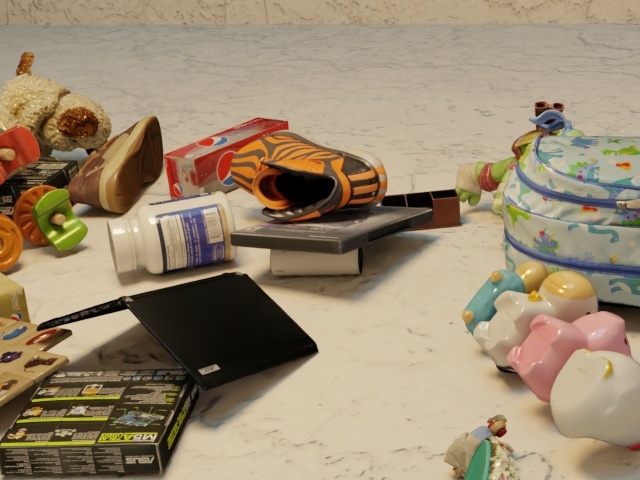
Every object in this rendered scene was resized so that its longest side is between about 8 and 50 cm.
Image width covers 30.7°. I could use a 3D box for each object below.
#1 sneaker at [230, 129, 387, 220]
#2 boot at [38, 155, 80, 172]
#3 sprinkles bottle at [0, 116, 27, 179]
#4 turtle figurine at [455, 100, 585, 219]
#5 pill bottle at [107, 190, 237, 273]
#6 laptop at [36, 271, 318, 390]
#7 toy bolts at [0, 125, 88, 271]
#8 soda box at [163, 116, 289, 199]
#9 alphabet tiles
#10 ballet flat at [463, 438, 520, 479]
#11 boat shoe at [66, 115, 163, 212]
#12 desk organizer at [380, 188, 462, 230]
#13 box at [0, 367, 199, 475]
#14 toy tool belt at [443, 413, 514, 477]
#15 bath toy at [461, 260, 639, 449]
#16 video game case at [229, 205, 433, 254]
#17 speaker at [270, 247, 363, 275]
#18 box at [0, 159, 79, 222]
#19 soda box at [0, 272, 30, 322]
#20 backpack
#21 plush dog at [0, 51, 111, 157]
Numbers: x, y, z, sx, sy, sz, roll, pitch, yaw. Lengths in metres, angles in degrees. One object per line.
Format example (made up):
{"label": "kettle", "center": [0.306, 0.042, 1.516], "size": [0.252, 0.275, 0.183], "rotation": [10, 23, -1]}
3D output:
{"label": "sneaker", "center": [-0.065, -0.106, 1.848], "size": [0.321, 0.124, 0.180], "rotation": [6, 13, 43]}
{"label": "boot", "center": [-0.524, -0.140, 2.284], "size": [0.198, 0.076, 0.137], "rotation": [5, 18, 22]}
{"label": "sprinkles bottle", "center": [-0.683, -0.087, 1.991], "size": [0.355, 0.121, 0.121], "rotation": [-34, 32, -23]}
{"label": "turtle figurine", "center": [0.343, -0.065, 1.840], "size": [0.198, 0.274, 0.266], "rotation": [-39, 12, -19]}
{"label": "pill bottle", "center": [-0.232, -0.008, 1.811], "size": [0.187, 0.112, 0.112], "rotation": [-11, 22, -14]}
{"label": "laptop", "center": [-0.183, 0.125, 1.509], "size": [0.264, 0.136, 0.234], "rotation": [-18, -4, 36]}
{"label": "toy bolts", "center": [-0.531, -0.070, 1.919], "size": [0.218, 0.228, 0.158], "rotation": [-32, 24, -29]}
{"label": "soda box", "center": [-0.170, -0.156, 2.204], "size": [0.083, 0.092, 0.263], "rotation": [11, 27, 39]}
{"label": "alphabet tiles", "center": [-0.497, 0.171, 1.496], "size": [0.343, 0.011, 0.285], "rotation": [5, 27, 38]}
{"label": "ballet flat", "center": [0.156, 0.276, 1.061], "size": [0.077, 0.091, 0.241], "rotation": [28, 31, 2]}
{"label": "boat shoe", "center": [-0.389, -0.149, 2.212], "size": [0.123, 0.123, 0.342], "rotation": [0, 28, 10]}
{"label": "desk organizer", "center": [0.163, -0.049, 1.906], "size": [0.130, 0.050, 0.047], "rotation": [-6, 21, -1]}
{"label": "box", "center": [-0.253, 0.208, 1.355], "size": [0.191, 0.045, 0.184], "rotation": [-3, 23, 8]}
{"label": "toy tool belt", "center": [0.174, 0.224, 1.220], "size": [0.083, 0.052, 0.051], "rotation": [-23, 58, -31]}
{"label": "bath toy", "center": [0.290, 0.130, 1.333], "size": [0.151, 0.129, 0.348], "rotation": [-50, 21, 7]}
{"label": "video game case", "center": [0.022, -0.021, 1.776], "size": [0.196, 0.026, 0.274], "rotation": [4, 14, 33]}
{"label": "speaker", "center": [-0.004, 0.026, 1.749], "size": [0.136, 0.055, 0.055], "rotation": [-2, 21, 10]}
{"label": "box", "center": [-0.554, -0.090, 2.147], "size": [0.180, 0.077, 0.147], "rotation": [0, 22, 14]}
{"label": "soda box", "center": [-0.499, 0.080, 1.725], "size": [0.061, 0.058, 0.181], "rotation": [-20, 25, -33]}
{"label": "backpack", "center": [0.420, -0.023, 1.554], "size": [0.356, 0.273, 0.290], "rotation": [-9, 24, 22]}
{"label": "plush dog", "center": [-0.531, -0.252, 2.361], "size": [0.225, 0.210, 0.262], "rotation": [19, -2, 3]}
